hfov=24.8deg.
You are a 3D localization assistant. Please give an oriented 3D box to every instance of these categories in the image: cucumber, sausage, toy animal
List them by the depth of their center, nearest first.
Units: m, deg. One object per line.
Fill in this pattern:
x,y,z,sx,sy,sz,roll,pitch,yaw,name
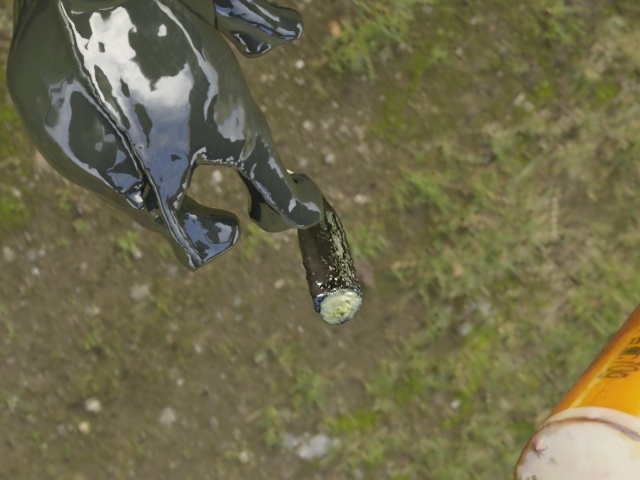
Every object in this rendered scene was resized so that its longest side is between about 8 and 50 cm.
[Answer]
-0.069,-0.102,0.564,0.114,0.245,0.146,-37,140,7,toy animal
0.159,0.043,0.587,0.234,0.071,0.071,-38,147,-48,sausage
0.000,0.000,1.113,0.043,0.163,0.039,-1,127,-9,cucumber
